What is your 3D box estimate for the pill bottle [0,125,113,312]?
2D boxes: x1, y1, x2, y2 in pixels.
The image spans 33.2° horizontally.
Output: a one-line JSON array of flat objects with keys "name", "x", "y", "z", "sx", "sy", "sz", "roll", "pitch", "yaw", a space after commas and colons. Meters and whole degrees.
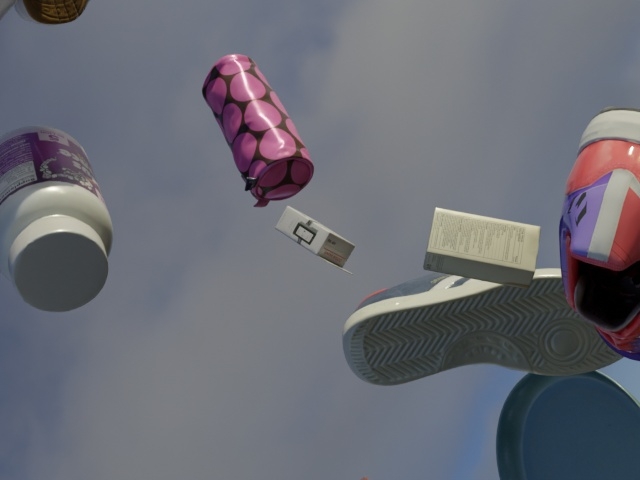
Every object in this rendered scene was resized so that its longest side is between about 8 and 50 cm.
[{"name": "pill bottle", "x": -0.384, "y": -0.031, "z": 1.510, "sx": 0.169, "sy": 0.301, "sz": 0.169, "roll": -10, "pitch": -57, "yaw": -16}]

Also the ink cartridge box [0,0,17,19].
[{"name": "ink cartridge box", "x": -0.428, "y": -0.444, "z": 1.524, "sx": 0.117, "sy": 0.283, "sz": 0.207, "roll": 39, "pitch": -143, "yaw": -25}]

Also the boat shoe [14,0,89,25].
[{"name": "boat shoe", "x": -0.438, "y": -0.415, "z": 1.764, "sx": 0.277, "sy": 0.096, "sz": 0.098, "roll": -58, "pitch": -40, "yaw": -59}]

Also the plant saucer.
[{"name": "plant saucer", "x": 0.385, "y": 0.332, "z": 1.562, "sx": 0.043, "sy": 0.317, "sz": 0.318, "roll": -6, "pitch": -63, "yaw": -38}]

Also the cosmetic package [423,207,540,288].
[{"name": "cosmetic package", "x": 0.171, "y": 0.008, "z": 1.136, "sx": 0.041, "sy": 0.115, "sz": 0.060, "roll": 92, "pitch": -168, "yaw": -60}]

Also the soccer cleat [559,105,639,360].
[{"name": "soccer cleat", "x": 0.222, "y": 0.033, "z": 0.797, "sx": 0.116, "sy": 0.108, "sz": 0.318, "roll": -62, "pitch": -25, "yaw": -21}]

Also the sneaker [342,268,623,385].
[{"name": "sneaker", "x": 0.202, "y": 0.084, "z": 1.273, "sx": 0.148, "sy": 0.350, "sz": 0.131, "roll": -72, "pitch": -22, "yaw": -74}]

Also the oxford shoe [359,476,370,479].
[{"name": "oxford shoe", "x": 0.038, "y": 0.235, "z": 0.681, "sx": 0.123, "sy": 0.130, "sz": 0.348, "roll": -50, "pitch": -10, "yaw": -3}]

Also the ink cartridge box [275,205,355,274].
[{"name": "ink cartridge box", "x": 0.000, "y": 0.000, "z": 1.079, "sx": 0.048, "sy": 0.083, "sz": 0.028, "roll": 26, "pitch": -85, "yaw": -51}]

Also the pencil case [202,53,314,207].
[{"name": "pencil case", "x": -0.091, "y": -0.148, "z": 1.440, "sx": 0.095, "sy": 0.209, "sz": 0.098, "roll": 3, "pitch": -42, "yaw": -37}]
